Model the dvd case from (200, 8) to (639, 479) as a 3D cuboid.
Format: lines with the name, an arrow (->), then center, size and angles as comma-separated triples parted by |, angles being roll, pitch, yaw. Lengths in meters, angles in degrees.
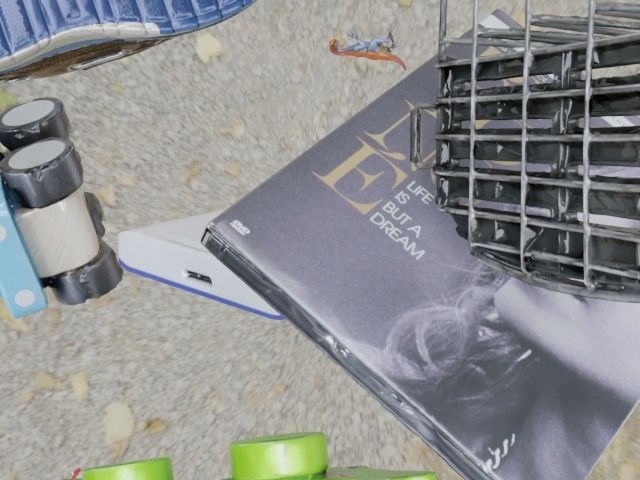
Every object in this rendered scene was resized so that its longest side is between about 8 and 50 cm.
dvd case -> 0.082, -0.006, 0.460 | 0.164, 0.018, 0.221 | 41, 49, 11

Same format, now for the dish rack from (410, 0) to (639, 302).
dish rack -> 0.097, -0.119, 0.330 | 0.074, 0.208, 0.272 | 1, 95, -17

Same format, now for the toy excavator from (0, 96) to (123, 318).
toy excavator -> -0.512, 0.033, 1.483 | 0.445, 0.433, 0.222 | -20, 123, -8

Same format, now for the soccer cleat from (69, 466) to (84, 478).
soccer cleat -> -0.239, 0.262, 1.125 | 0.035, 0.083, 0.029 | -13, 114, -8

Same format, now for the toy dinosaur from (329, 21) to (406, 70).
toy dinosaur -> 0.055, -0.248, 1.406 | 0.082, 0.047, 0.090 | -24, 71, 7

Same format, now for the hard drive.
hard drive -> 0.000, 0.000, 1.034 | 0.210, 0.318, 0.040 | 15, 110, 39

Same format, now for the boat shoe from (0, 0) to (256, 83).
boat shoe -> -0.117, -0.125, 0.570 | 0.183, 0.066, 0.066 | -14, 87, -12

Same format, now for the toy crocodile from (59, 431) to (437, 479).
toy crocodile -> -0.065, 0.198, 0.762 | 0.340, 0.105, 0.115 | -14, 82, 31
